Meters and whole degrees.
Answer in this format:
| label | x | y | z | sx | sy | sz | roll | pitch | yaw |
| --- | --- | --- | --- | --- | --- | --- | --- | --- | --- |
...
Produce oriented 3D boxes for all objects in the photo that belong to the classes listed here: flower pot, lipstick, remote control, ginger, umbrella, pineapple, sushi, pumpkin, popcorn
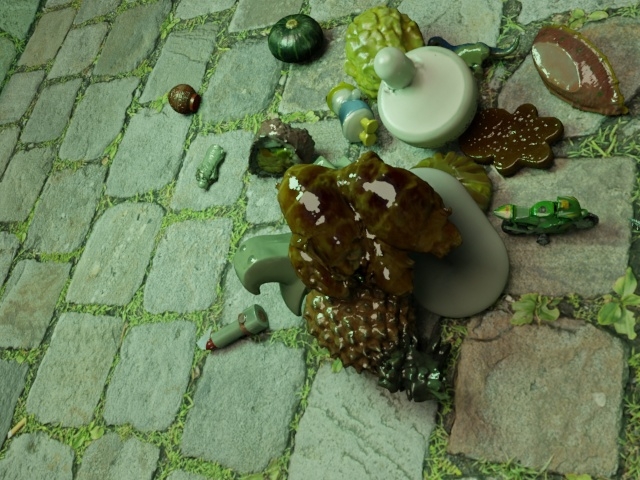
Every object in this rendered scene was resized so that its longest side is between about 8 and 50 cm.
| label | x | y | z | sx | sy | sz | roll | pitch | yaw |
| --- | --- | --- | --- | --- | --- | --- | --- | --- | --- |
| flower pot | 0.000 | 0.000 | 1.472 | 0.367 | 0.254 | 0.164 | -49 | 36 | 4 |
| lipstick | -0.222 | 0.229 | 1.629 | 0.186 | 0.057 | 0.063 | -32 | 53 | 19 |
| remote control | 0.245 | 0.004 | 1.350 | 0.221 | 0.103 | 0.332 | -36 | 83 | 16 |
| ginger | 0.086 | -0.029 | 1.247 | 0.357 | 0.152 | 0.274 | -4 | 74 | 10 |
| umbrella | -0.332 | -0.219 | 1.944 | 0.067 | 0.062 | 0.143 | 16 | 71 | 6 |
| pineapple | 0.138 | 0.205 | 1.325 | 0.223 | 0.223 | 0.357 | -49 | 60 | 1 |
| sushi | -0.105 | -0.235 | 1.763 | 0.161 | 0.241 | 0.107 | 23 | 62 | -3 |
| pumpkin | -0.075 | -0.599 | 1.933 | 0.167 | 0.125 | 0.167 | -2 | 66 | 5 |
| popcorn | 0.183 | -0.469 | 1.660 | 0.251 | 0.206 | 0.237 | 18 | 58 | 6 |

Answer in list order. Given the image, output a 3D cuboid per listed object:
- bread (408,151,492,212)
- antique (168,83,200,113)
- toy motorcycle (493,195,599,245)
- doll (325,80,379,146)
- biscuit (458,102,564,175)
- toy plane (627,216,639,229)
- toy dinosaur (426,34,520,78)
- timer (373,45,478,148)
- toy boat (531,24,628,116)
| label | x | y | z | sx | sy | sz | roll | pitch | yaw |
| --- | --- | --- | --- | --- | --- | --- | --- | --- | --- |
| bread | 0.279 | -0.112 | 1.458 | 0.213 | 0.105 | 0.213 | -16 | 55 | 24 |
| antique | -0.448 | -0.462 | 2.119 | 0.104 | 0.104 | 0.104 | -15 | 58 | 26 |
| toy motorcycle | 0.453 | -0.045 | 1.304 | 0.190 | 0.106 | 0.074 | -5 | 62 | 29 |
| doll | 0.079 | -0.337 | 1.697 | 0.098 | 0.135 | 0.241 | -29 | 42 | 9 |
| biscuit | 0.424 | -0.231 | 1.467 | 0.236 | 0.039 | 0.180 | 19 | 79 | 39 |
| toy plane | 0.623 | -0.035 | 1.241 | 0.078 | 0.024 | 0.084 | -3 | 63 | 52 |
| toy dinosaur | 0.377 | -0.487 | 1.623 | 0.247 | 0.075 | 0.188 | -17 | 47 | 31 |
| timer | 0.237 | -0.334 | 1.488 | 0.233 | 0.240 | 0.233 | -4 | 81 | 27 |
| toy boat | 0.552 | -0.382 | 1.434 | 0.318 | 0.099 | 0.141 | 64 | 146 | 38 |
